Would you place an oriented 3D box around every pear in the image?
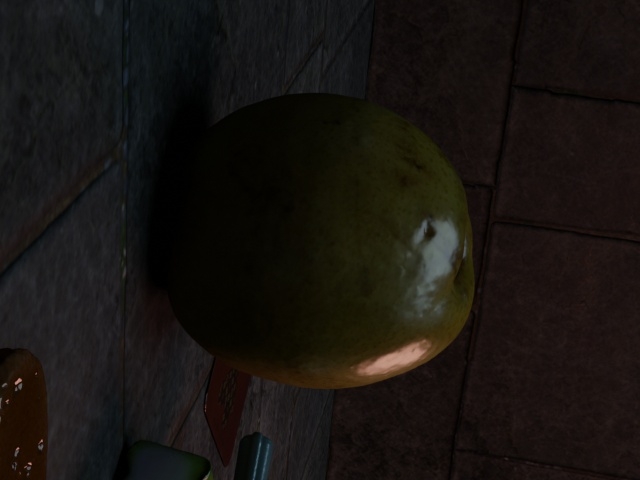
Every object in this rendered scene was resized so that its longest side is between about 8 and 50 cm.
[{"bbox_3d":[0.000,0.000,1.156,0.314,0.314,0.314,9,90,-83],"label":"pear"}]

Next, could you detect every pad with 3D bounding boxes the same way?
[{"bbox_3d":[-0.122,0.193,1.576,0.267,0.004,0.181,85,16,-62],"label":"pad"}]

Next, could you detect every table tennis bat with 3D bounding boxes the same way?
[{"bbox_3d":[-0.091,0.330,1.270,0.153,0.040,0.244,91,9,-60],"label":"table tennis bat"}]

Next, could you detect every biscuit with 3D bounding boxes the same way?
[{"bbox_3d":[-0.218,0.167,0.701,0.192,0.036,0.186,-42,138,-78],"label":"biscuit"}]

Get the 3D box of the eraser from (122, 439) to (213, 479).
[{"bbox_3d":[-0.157,0.343,1.157,0.274,0.092,0.210,89,9,-56],"label":"eraser"}]
